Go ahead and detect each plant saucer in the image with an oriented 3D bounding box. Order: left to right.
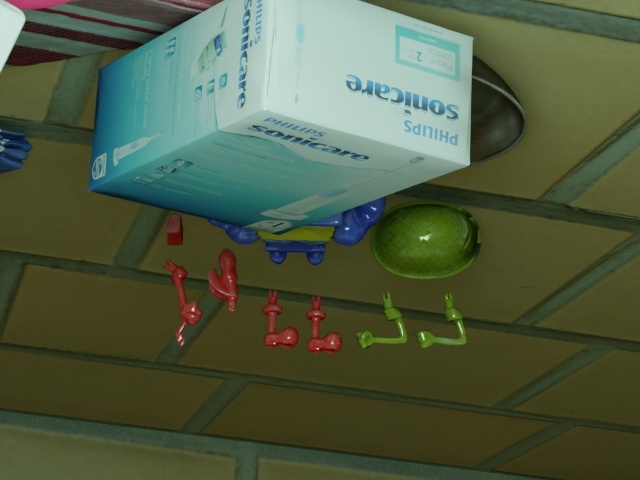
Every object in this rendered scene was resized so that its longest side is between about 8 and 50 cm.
[{"bbox_3d":[0.047,-0.138,1.884,0.310,0.050,0.310,4,161,1],"label":"plant saucer"}]

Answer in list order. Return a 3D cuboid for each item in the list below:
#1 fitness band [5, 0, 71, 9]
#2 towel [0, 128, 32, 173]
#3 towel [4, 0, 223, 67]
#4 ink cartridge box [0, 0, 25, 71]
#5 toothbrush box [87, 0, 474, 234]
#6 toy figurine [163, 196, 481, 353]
[{"bbox_3d":[-0.218,-0.275,1.418,0.209,0.054,0.291,18,143,-25],"label":"fitness band"},{"bbox_3d":[-0.510,-0.127,2.098,0.336,0.040,0.243,21,157,-37],"label":"towel"},{"bbox_3d":[-0.241,-0.198,1.726,0.329,0.037,0.237,-5,175,31],"label":"towel"},{"bbox_3d":[-0.375,-0.089,1.524,0.131,0.226,0.306,29,163,-24],"label":"ink cartridge box"},{"bbox_3d":[-0.039,-0.110,1.702,0.216,0.126,0.295,13,162,-32],"label":"toothbrush box"},{"bbox_3d":[0.000,0.000,2.122,0.362,0.191,0.217,3,157,2],"label":"toy figurine"}]
